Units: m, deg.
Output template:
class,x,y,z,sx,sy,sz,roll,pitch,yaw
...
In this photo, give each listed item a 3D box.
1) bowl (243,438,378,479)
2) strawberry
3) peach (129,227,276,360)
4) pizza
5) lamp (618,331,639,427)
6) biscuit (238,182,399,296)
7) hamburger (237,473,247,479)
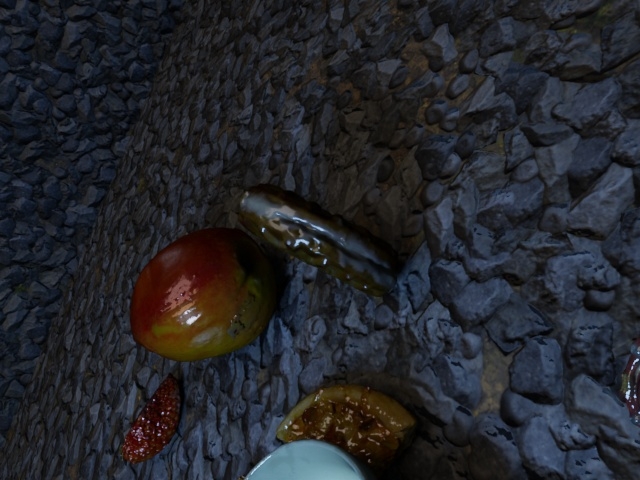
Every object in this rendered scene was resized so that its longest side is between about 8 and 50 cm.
class,x,y,z,sx,sy,sz,roll,pitch,yaw
bowl,-0.003,0.473,0.836,0.307,0.163,0.307,-23,47,26
strawberry,-0.434,0.490,1.478,0.236,0.106,0.175,-58,2,8
peach,-0.280,0.135,1.324,0.372,0.290,0.373,-25,47,31
pizza,0.033,0.372,0.999,0.335,0.086,0.226,-18,57,42
lamp,0.447,0.177,0.583,0.215,0.151,0.223,-38,88,38
biscuit,0.000,0.000,1.048,0.332,0.332,0.103,23,84,52
hamburger,-0.153,0.600,1.078,0.130,0.124,0.262,-2,73,29
